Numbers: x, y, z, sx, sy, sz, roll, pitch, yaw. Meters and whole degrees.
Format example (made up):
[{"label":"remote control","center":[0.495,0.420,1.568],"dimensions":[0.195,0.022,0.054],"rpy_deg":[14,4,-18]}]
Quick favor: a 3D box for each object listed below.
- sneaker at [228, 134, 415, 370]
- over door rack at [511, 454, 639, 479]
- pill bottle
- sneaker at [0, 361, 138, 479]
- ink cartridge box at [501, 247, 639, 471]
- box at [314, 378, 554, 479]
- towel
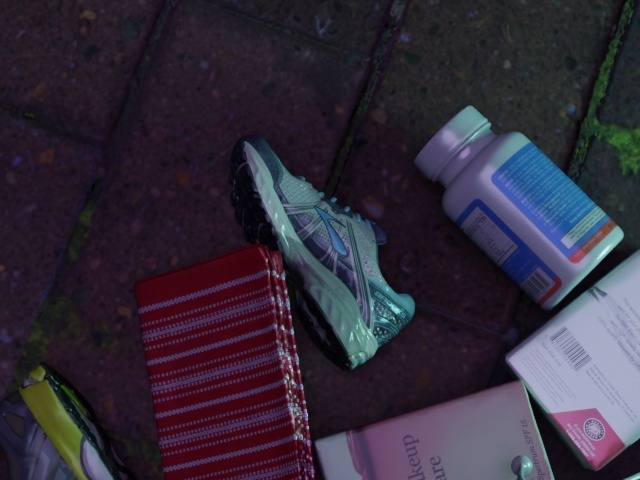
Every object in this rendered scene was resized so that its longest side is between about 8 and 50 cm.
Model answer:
[{"label":"sneaker","center":[0.000,0.000,1.833],"dimensions":[0.122,0.110,0.283],"rpy_deg":[-29,84,-21]},{"label":"over door rack","center":[0.245,0.334,1.677],"dimensions":[0.324,0.108,0.239],"rpy_deg":[-7,119,-29]},{"label":"pill bottle","center":[0.212,-0.041,1.808],"dimensions":[0.124,0.124,0.221],"rpy_deg":[-44,83,-5]},{"label":"sneaker","center":[-0.263,0.285,1.793],"dimensions":[0.121,0.111,0.300],"rpy_deg":[-35,76,6]},{"label":"ink cartridge box","center":[0.328,0.123,1.797],"dimensions":[0.218,0.092,0.158],"rpy_deg":[-38,83,-2]},{"label":"box","center":[0.122,0.251,1.766],"dimensions":[0.232,0.127,0.149],"rpy_deg":[-17,82,-1]},{"label":"towel","center":[-0.107,0.154,1.789],"dimensions":[0.199,0.031,0.275],"rpy_deg":[-15,80,31]}]
